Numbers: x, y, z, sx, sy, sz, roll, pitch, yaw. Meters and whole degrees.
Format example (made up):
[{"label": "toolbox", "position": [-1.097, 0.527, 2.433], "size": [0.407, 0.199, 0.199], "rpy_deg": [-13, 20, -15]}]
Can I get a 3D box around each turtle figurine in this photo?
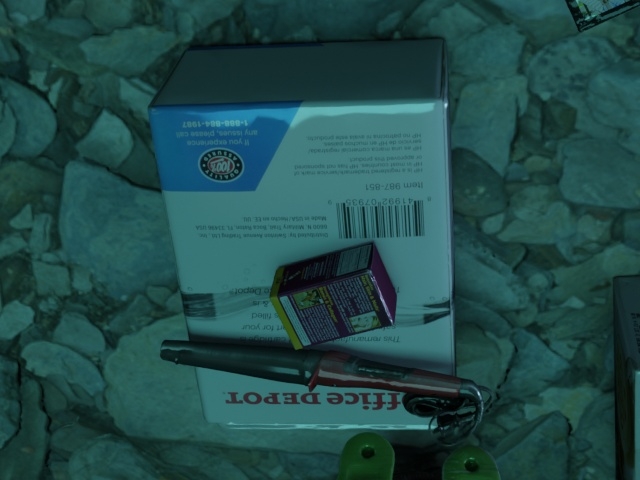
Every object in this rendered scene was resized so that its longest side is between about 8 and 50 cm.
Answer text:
[{"label": "turtle figurine", "position": [0.078, 0.307, 1.005], "size": [0.198, 0.275, 0.266], "rpy_deg": [34, 149, 29]}]

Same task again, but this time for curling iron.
[{"label": "curling iron", "position": [0.004, 0.116, 0.914], "size": [0.274, 0.035, 0.068], "rpy_deg": [11, 122, 0]}]

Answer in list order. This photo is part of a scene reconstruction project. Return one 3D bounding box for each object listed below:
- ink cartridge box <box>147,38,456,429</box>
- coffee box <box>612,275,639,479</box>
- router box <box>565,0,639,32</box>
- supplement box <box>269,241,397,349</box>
[{"label": "ink cartridge box", "position": [0.000, 0.000, 0.941], "size": [0.223, 0.129, 0.307], "rpy_deg": [-1, 121, 8]}, {"label": "coffee box", "position": [0.315, 0.169, 0.992], "size": [0.098, 0.141, 0.246], "rpy_deg": [-3, 121, 10]}, {"label": "router box", "position": [0.243, -0.248, 0.805], "size": [0.179, 0.046, 0.133], "rpy_deg": [-22, 115, 20]}, {"label": "supplement box", "position": [0.010, 0.043, 0.862], "size": [0.083, 0.043, 0.055], "rpy_deg": [-15, 118, 17]}]
